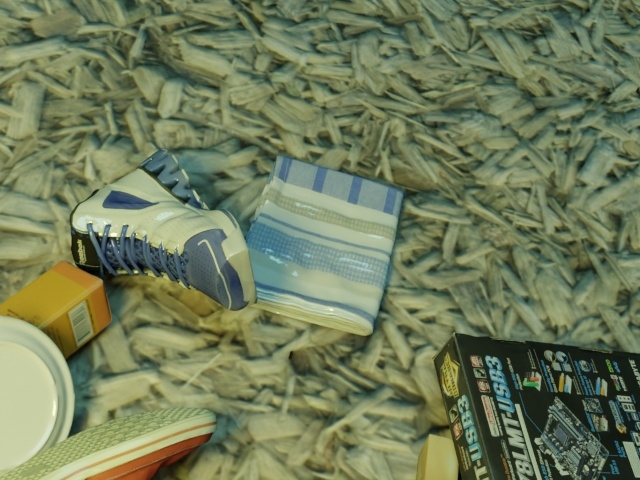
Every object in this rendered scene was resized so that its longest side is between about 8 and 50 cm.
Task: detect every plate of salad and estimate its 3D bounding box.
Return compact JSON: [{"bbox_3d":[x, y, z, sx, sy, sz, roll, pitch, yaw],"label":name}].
[{"bbox_3d":[-0.369,0.184,1.277,0.199,0.048,0.200,5,83,-41],"label":"plate of salad"}]

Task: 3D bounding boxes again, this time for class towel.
[{"bbox_3d":[0.000,0.000,1.608,0.209,0.034,0.285,16,48,1],"label":"towel"}]

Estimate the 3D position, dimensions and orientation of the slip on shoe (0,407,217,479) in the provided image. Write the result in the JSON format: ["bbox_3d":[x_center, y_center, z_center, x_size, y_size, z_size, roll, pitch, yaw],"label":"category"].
[{"bbox_3d":[-0.256,0.276,1.261,0.331,0.123,0.101,-27,103,-31],"label":"slip on shoe"}]

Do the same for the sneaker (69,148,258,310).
[{"bbox_3d":[-0.220,0.009,1.486,0.182,0.127,0.315,-25,40,-20],"label":"sneaker"}]

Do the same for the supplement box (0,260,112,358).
[{"bbox_3d":[-0.365,0.124,1.383,0.078,0.080,0.233,25,45,31],"label":"supplement box"}]

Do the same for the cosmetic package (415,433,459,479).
[{"bbox_3d":[0.136,0.296,1.358,0.041,0.060,0.115,14,46,-2],"label":"cosmetic package"}]

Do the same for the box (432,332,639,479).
[{"bbox_3d":[0.304,0.260,1.383,0.293,0.073,0.296,6,48,-22],"label":"box"}]
